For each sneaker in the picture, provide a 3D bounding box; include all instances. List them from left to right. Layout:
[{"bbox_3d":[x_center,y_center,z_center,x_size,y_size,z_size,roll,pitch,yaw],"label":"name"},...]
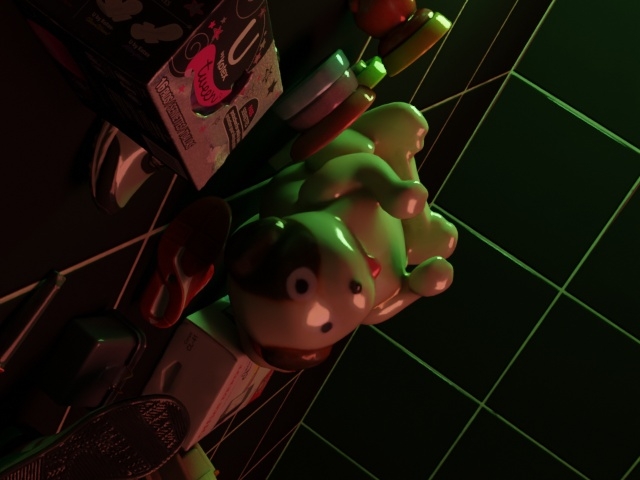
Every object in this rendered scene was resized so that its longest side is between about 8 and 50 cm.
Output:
[{"bbox_3d":[-0.326,0.283,1.352,0.295,0.124,0.178,-24,-170,-24],"label":"sneaker"},{"bbox_3d":[-0.151,-0.137,1.115,0.271,0.108,0.100,-53,169,-5],"label":"sneaker"},{"bbox_3d":[-0.185,0.013,1.498,0.221,0.087,0.128,-54,-178,23],"label":"sneaker"}]

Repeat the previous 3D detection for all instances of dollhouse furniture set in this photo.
[{"bbox_3d":[-0.306,0.479,1.858,0.259,0.135,0.262,-30,177,23],"label":"dollhouse furniture set"}]

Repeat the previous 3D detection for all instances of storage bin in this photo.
[{"bbox_3d":[-0.307,0.165,1.370,0.135,0.098,0.091,-57,157,10],"label":"storage bin"}]

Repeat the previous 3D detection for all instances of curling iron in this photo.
[{"bbox_3d":[-0.377,0.142,1.152,0.274,0.035,0.068,-50,167,-22],"label":"curling iron"}]

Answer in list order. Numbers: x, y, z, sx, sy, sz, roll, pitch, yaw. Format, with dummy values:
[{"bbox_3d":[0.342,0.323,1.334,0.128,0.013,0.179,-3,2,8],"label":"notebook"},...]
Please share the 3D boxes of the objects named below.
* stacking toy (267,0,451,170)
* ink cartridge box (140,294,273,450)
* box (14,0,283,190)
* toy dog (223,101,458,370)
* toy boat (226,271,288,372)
[{"bbox_3d":[0.016,-0.255,1.558,0.309,0.130,0.279,-46,-169,-26],"label":"stacking toy"},{"bbox_3d":[-0.178,0.222,1.905,0.226,0.131,0.306,-60,168,22],"label":"ink cartridge box"},{"bbox_3d":[-0.139,-0.177,0.911,0.142,0.163,0.247,-51,168,-10],"label":"box"},{"bbox_3d":[0.000,0.000,1.526,0.408,0.395,0.285,-62,146,-60],"label":"toy dog"},{"bbox_3d":[-0.063,0.103,1.783,0.151,0.231,0.151,-33,149,25],"label":"toy boat"}]
